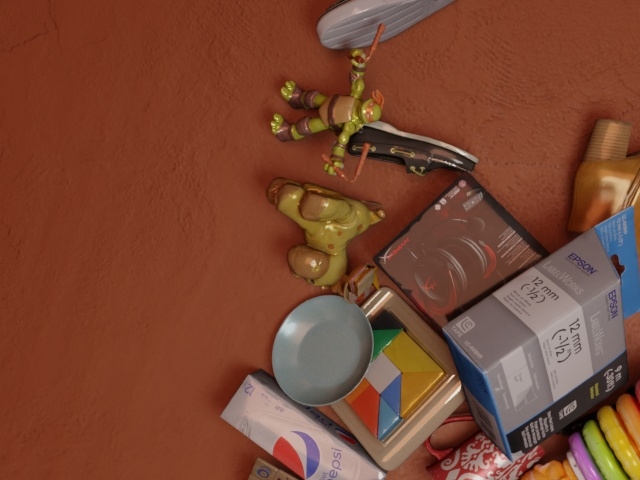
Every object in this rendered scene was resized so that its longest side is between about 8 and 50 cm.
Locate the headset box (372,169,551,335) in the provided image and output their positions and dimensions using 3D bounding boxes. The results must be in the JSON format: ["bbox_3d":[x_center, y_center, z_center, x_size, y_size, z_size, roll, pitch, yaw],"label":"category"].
[{"bbox_3d":[0.265,0.066,1.205,0.218,0.110,0.293,-43,81,3],"label":"headset box"}]

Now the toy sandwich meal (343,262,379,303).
[{"bbox_3d":[0.071,0.074,1.209,0.029,0.085,0.085,32,91,34],"label":"toy sandwich meal"}]

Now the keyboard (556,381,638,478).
[{"bbox_3d":[0.484,0.361,1.177,0.317,0.033,0.201,-24,82,0],"label":"keyboard"}]

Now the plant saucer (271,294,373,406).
[{"bbox_3d":[0.008,0.191,1.244,0.195,0.037,0.194,-12,62,23],"label":"plant saucer"}]

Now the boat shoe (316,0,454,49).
[{"bbox_3d":[0.135,-0.448,1.274,0.335,0.121,0.119,-25,75,-5],"label":"boat shoe"}]

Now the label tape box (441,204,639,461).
[{"bbox_3d":[0.375,0.143,1.085,0.348,0.249,0.115,-31,40,-6],"label":"label tape box"}]

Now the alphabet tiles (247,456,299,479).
[{"bbox_3d":[-0.031,0.490,1.221,0.237,0.009,0.198,27,120,9],"label":"alphabet tiles"}]

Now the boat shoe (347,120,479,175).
[{"bbox_3d":[0.159,-0.149,1.256,0.228,0.081,0.068,20,90,17],"label":"boat shoe"}]

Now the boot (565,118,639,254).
[{"bbox_3d":[0.566,-0.074,1.187,0.295,0.104,0.211,10,96,8],"label":"boot"}]

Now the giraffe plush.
[{"bbox_3d":[0.000,0.000,1.244,0.210,0.181,0.170,12,100,-26],"label":"giraffe plush"}]

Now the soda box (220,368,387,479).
[{"bbox_3d":[-0.025,0.341,1.236,0.286,0.098,0.091,34,92,9],"label":"soda box"}]

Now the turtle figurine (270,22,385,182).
[{"bbox_3d":[0.028,-0.233,1.241,0.217,0.087,0.269,8,88,37],"label":"turtle figurine"}]

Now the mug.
[{"bbox_3d":[0.262,0.352,1.182,0.169,0.113,0.150,-39,98,1],"label":"mug"}]

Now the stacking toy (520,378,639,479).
[{"bbox_3d":[0.441,0.326,1.099,0.302,0.175,0.165,-32,80,16],"label":"stacking toy"}]

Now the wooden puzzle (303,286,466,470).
[{"bbox_3d":[0.111,0.227,1.219,0.221,0.044,0.238,-46,61,3],"label":"wooden puzzle"}]
